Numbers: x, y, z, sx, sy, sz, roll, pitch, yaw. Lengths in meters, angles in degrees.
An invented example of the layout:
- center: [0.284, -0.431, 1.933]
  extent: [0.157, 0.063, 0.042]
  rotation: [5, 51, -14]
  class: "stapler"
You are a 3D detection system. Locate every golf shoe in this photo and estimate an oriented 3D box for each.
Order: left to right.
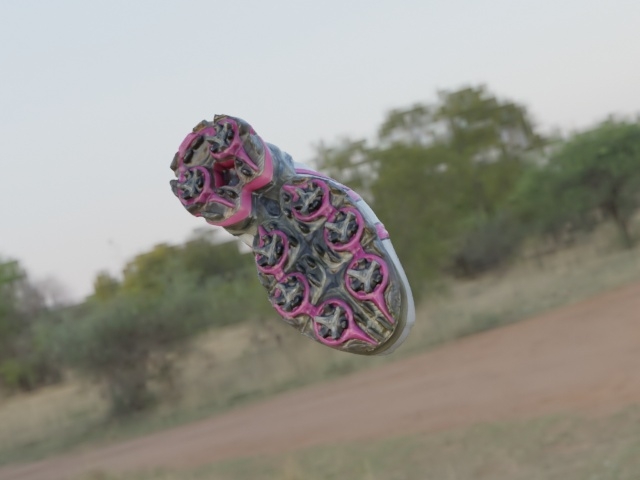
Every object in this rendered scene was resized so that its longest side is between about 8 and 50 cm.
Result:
- center: [0.000, 0.000, 0.868]
  extent: [0.086, 0.186, 0.067]
  rotation: [29, -77, -44]
  class: "golf shoe"
